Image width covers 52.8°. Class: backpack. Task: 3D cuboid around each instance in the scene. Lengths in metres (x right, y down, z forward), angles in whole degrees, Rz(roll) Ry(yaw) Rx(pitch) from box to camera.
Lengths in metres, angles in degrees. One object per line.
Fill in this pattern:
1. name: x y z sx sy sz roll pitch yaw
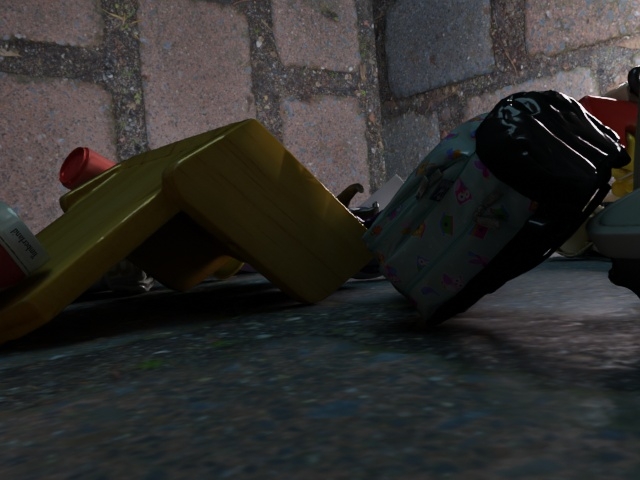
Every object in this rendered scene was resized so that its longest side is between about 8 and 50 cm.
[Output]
1. backpack: 0.119 -0.022 0.483 0.152 0.115 0.182 -23 -21 -46

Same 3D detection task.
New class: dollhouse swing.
1. dollhouse swing: -0.184 0.050 0.752 0.315 0.304 0.347 43 -27 -29

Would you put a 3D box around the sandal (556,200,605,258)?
1. sandal: 0.357 -0.015 0.913 0.079 0.088 0.240 1 6 -7

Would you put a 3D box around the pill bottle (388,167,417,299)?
1. pill bottle: 0.128 -0.013 0.672 0.123 0.122 0.219 -4 15 17

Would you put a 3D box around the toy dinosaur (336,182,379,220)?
1. toy dinosaur: 0.000 0.000 0.975 0.161 0.120 0.313 -13 -2 -16

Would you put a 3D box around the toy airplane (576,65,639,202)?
1. toy airplane: 0.648 -0.108 1.192 0.385 0.272 0.386 8 -29 26

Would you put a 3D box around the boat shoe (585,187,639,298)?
1. boat shoe: 0.234 0.014 0.282 0.114 0.091 0.302 -33 5 2

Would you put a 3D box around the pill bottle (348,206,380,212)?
1. pill bottle: 0.068 -0.014 1.280 0.108 0.107 0.180 -3 2 36

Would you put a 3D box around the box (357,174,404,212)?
1. box: 0.135 -0.057 1.443 0.170 0.091 0.130 -41 -2 7

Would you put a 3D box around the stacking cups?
1. stacking cups: -0.254 -0.036 0.998 0.096 0.095 0.316 -3 -24 43

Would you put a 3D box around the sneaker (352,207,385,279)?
1. sneaker: 0.134 -0.009 0.883 0.224 0.098 0.083 -12 45 -12

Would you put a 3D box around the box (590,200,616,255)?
1. box: 0.489 -0.023 0.935 0.180 0.077 0.147 -5 3 -7

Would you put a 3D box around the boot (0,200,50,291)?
1. boot: -0.366 0.031 0.592 0.176 0.088 0.244 -41 27 -23

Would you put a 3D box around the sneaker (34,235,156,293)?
1. sneaker: -0.343 0.033 0.920 0.169 0.108 0.292 -7 0 14

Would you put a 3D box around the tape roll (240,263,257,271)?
1. tape roll: -0.139 -0.035 1.215 0.189 0.188 0.080 -6 3 -30

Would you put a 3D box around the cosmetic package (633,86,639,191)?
1. cosmetic package: 0.412 -0.086 0.712 0.113 0.160 0.309 3 18 23
